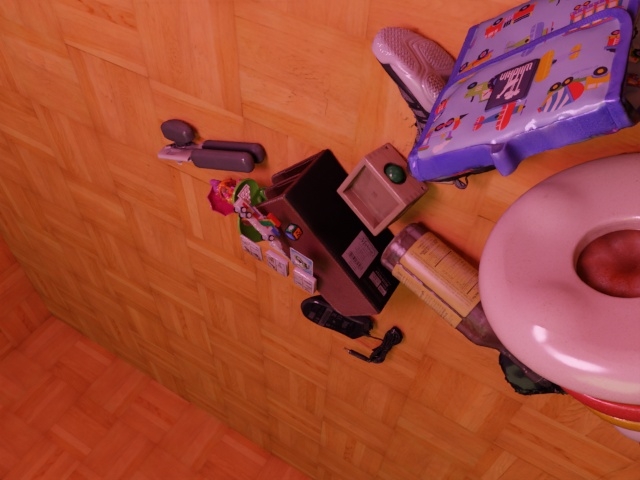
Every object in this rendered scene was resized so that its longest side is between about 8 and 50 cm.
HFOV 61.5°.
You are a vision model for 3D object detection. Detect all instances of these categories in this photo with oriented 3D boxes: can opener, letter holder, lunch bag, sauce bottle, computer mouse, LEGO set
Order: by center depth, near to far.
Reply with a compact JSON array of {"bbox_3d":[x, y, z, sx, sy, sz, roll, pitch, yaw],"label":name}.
[{"bbox_3d":[0.239,-0.158,0.586,0.221,0.293,0.138,-10,124,46],"label":"lunch bag"},{"bbox_3d":[0.267,0.112,0.972,0.344,0.111,0.111,43,147,16],"label":"sauce bottle"},{"bbox_3d":[-0.076,0.001,1.016,0.182,0.060,0.244,32,159,13],"label":"LEGO set"},{"bbox_3d":[0.000,0.000,1.104,0.214,0.152,0.302,-15,120,51],"label":"letter holder"},{"bbox_3d":[-0.250,-0.199,1.163,0.280,0.074,0.093,14,138,30],"label":"can opener"},{"bbox_3d":[0.070,0.219,1.371,0.262,0.060,0.184,21,139,4],"label":"computer mouse"}]

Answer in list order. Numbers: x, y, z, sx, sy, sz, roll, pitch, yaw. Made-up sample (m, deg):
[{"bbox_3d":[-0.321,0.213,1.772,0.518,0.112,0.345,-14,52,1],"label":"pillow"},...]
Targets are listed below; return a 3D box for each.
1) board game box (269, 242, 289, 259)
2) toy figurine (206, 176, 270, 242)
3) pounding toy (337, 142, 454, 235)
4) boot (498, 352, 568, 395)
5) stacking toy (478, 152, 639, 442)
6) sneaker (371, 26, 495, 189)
[{"bbox_3d":[-0.074,0.010,1.291,0.090,0.020,0.090,35,145,3],"label":"board game box"},{"bbox_3d":[-0.195,-0.092,1.197,0.159,0.130,0.173,24,161,34],"label":"toy figurine"},{"bbox_3d":[0.130,-0.095,0.945,0.130,0.100,0.141,50,143,7],"label":"pounding toy"},{"bbox_3d":[0.431,0.218,1.013,0.207,0.094,0.246,-9,130,42],"label":"boot"},{"bbox_3d":[0.451,0.146,0.764,0.351,0.350,0.480,6,145,38],"label":"stacking toy"},{"bbox_3d":[0.156,-0.180,0.800,0.268,0.101,0.153,40,143,-7],"label":"sneaker"}]
